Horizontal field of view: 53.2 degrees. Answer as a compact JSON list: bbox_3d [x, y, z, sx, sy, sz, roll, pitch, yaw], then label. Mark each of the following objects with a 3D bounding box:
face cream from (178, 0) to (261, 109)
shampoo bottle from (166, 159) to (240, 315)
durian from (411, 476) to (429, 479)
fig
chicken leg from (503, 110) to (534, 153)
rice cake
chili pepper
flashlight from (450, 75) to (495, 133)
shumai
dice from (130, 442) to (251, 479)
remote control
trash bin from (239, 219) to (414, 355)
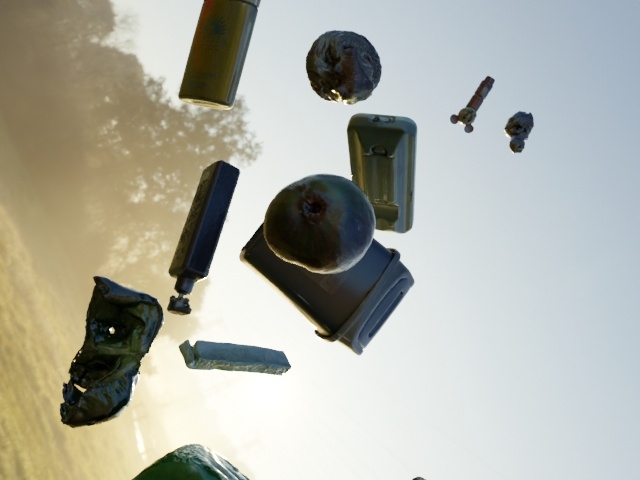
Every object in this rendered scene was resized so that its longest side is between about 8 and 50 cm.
[{"bbox_3d":[-0.202,-0.416,1.310,0.139,0.067,0.285,14,-92,28],"label":"face cream"},{"bbox_3d":[-0.239,-0.003,1.260,0.098,0.071,0.309,-16,-127,56],"label":"shampoo bottle"},{"bbox_3d":[0.142,0.388,0.890,0.052,0.066,0.130,-12,-71,36],"label":"durian"},{"bbox_3d":[0.000,0.000,0.908,0.149,0.149,0.245,63,-7,18],"label":"fig"},{"bbox_3d":[0.590,-0.318,1.909,0.198,0.085,0.069,-66,163,-44],"label":"chicken leg"},{"bbox_3d":[-0.209,0.297,1.605,0.063,0.336,0.066,-48,-130,20],"label":"rice cake"},{"bbox_3d":[-0.380,0.213,1.156,0.116,0.148,0.265,112,-9,-65],"label":"chili pepper"},{"bbox_3d":[0.290,-0.258,1.195,0.052,0.110,0.031,32,4,-6],"label":"flashlight"},{"bbox_3d":[0.054,-0.287,1.078,0.105,0.139,0.123,25,-74,32],"label":"shumai"},{"bbox_3d":[-0.190,0.516,0.994,0.287,0.300,0.297,39,-11,26],"label":"dice"},{"bbox_3d":[0.123,-0.117,1.262,0.335,0.128,0.066,79,20,-57],"label":"remote control"},{"bbox_3d":[0.013,0.054,1.161,0.290,0.209,0.182,40,-9,-8],"label":"trash bin"}]
